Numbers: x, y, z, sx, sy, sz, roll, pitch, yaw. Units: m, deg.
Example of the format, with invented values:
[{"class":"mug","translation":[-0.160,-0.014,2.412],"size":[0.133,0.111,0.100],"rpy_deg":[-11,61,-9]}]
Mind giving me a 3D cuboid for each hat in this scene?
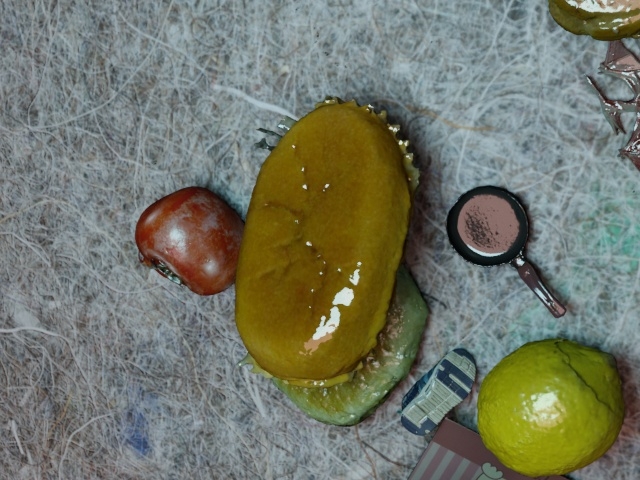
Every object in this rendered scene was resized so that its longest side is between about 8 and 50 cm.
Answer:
[{"class":"hat","translation":[0.193,0.307,1.217],"size":[0.087,0.042,0.058],"rpy_deg":[16,111,21]}]

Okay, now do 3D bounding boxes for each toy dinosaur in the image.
[{"class":"toy dinosaur","translation":[0.391,-0.171,0.989],"size":[0.108,0.032,0.220],"rpy_deg":[-14,89,32]}]

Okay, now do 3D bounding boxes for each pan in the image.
[{"class":"pan","translation":[0.262,0.017,1.098],"size":[0.212,0.040,0.115],"rpy_deg":[50,118,12]}]

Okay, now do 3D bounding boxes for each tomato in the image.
[{"class":"tomato","translation":[-0.198,-0.001,1.255],"size":[0.187,0.151,0.187],"rpy_deg":[26,157,12]}]

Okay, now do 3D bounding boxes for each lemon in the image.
[{"class":"lemon","translation":[0.300,0.220,1.067],"size":[0.193,0.180,0.181],"rpy_deg":[-9,101,29]}]

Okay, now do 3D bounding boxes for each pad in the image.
[{"class":"pad","translation":[0.277,0.403,1.199],"size":[0.299,0.005,0.202],"rpy_deg":[27,115,5]}]

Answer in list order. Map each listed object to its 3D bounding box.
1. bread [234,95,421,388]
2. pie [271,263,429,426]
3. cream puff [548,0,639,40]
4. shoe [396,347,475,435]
[{"class":"bread","translation":[0.013,0.000,1.075],"size":[0.235,0.183,0.389],"rpy_deg":[4,83,18]},{"class":"pie","translation":[0.010,0.125,1.238],"size":[0.323,0.070,0.323],"rpy_deg":[7,106,27]},{"class":"cream puff","translation":[0.335,-0.301,0.928],"size":[0.150,0.115,0.165],"rpy_deg":[-43,75,22]},{"class":"shoe","translation":[0.171,0.219,1.186],"size":[0.064,0.071,0.143],"rpy_deg":[39,92,-10]}]
